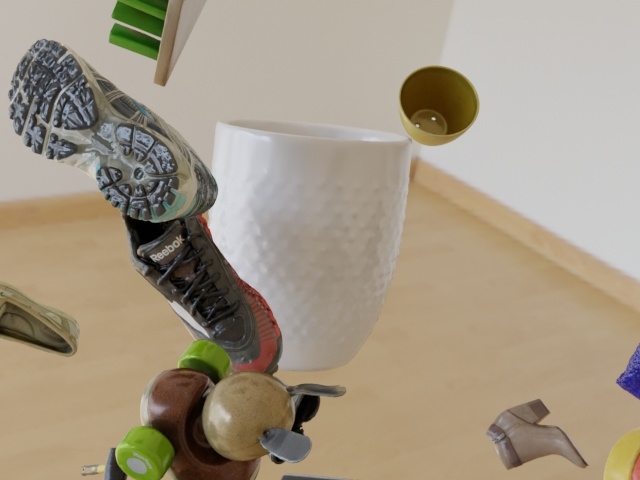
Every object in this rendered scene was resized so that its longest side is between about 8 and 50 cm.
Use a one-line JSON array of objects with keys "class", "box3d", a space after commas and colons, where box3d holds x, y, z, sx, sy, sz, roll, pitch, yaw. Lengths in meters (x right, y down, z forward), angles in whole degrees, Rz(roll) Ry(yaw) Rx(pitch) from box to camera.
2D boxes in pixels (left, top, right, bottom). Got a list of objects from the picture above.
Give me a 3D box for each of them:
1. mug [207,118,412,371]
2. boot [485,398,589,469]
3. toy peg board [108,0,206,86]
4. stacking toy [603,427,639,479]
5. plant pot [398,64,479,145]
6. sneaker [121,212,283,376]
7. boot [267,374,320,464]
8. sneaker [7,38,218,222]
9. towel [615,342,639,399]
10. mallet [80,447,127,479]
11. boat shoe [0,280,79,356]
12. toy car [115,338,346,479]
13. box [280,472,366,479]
[{"class": "mug", "box3d": [0.000, 0.000, 1.599, 0.276, 0.328, 0.374, 11, 11, 27]}, {"class": "boot", "box3d": [0.265, 0.257, 1.372, 0.118, 0.087, 0.042, 55, 5, 35]}, {"class": "toy peg board", "box3d": [-0.171, -0.288, 1.223, 0.079, 0.161, 0.160, 22, 59, -4]}, {"class": "stacking toy", "box3d": [0.423, 0.337, 1.055, 0.309, 0.279, 0.130, 19, -19, -23]}, {"class": "plant pot", "box3d": [0.188, -0.209, 1.836, 0.134, 0.095, 0.134, 2, 66, -6]}, {"class": "sneaker", "box3d": [-0.146, 0.046, 1.282, 0.276, 0.098, 0.135, 54, 3, 17]}, {"class": "boot", "box3d": [-0.111, 0.323, 1.756, 0.083, 0.246, 0.161, 37, -12, -34]}, {"class": "sneaker", "box3d": [-0.223, -0.109, 1.180, 0.283, 0.110, 0.122, 43, 14, 24]}, {"class": "towel", "box3d": [0.573, 0.187, 1.467, 0.308, 0.227, 0.076, 32, 25, 23]}, {"class": "mallet", "box3d": [-0.364, 0.373, 1.846, 0.039, 0.062, 0.190, 18, -14, -26]}, {"class": "boat shoe", "box3d": [-0.341, 0.088, 1.222, 0.153, 0.056, 0.048, 27, 13, -19]}, {"class": "toy car", "box3d": [-0.066, 0.179, 1.037, 0.188, 0.149, 0.155, -12, 29, 33]}, {"class": "box", "box3d": [0.007, 0.625, 1.778, 0.212, 0.293, 0.395, -3, 43, 37]}]
